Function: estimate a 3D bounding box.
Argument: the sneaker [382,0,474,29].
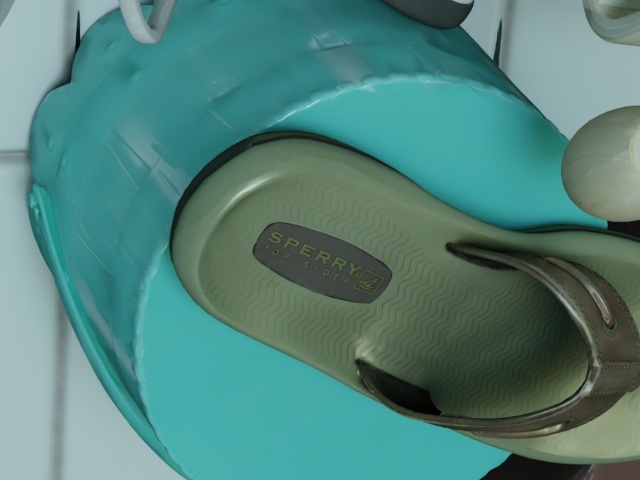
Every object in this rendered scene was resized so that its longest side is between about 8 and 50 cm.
[{"bbox_3d":[0.016,-0.230,0.701,0.145,0.090,0.270,-40,104,20],"label":"sneaker"}]

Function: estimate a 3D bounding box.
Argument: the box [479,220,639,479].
[{"bbox_3d":[0.194,0.103,0.900,0.167,0.203,0.168,33,103,-21],"label":"box"}]

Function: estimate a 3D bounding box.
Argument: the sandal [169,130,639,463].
[{"bbox_3d":[0.074,0.045,0.692,0.303,0.086,0.120,17,108,-28],"label":"sandal"}]

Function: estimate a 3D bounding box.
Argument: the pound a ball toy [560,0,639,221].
[{"bbox_3d":[0.237,-0.106,0.716,0.319,0.136,0.208,1,85,-23],"label":"pound a ball toy"}]

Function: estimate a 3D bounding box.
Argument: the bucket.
[{"bbox_3d":[0.000,0.000,0.801,0.281,0.183,0.281,-9,118,-17],"label":"bucket"}]

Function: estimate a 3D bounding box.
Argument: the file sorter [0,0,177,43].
[{"bbox_3d":[-0.193,-0.171,0.587,0.278,0.193,0.173,-3,124,8],"label":"file sorter"}]
